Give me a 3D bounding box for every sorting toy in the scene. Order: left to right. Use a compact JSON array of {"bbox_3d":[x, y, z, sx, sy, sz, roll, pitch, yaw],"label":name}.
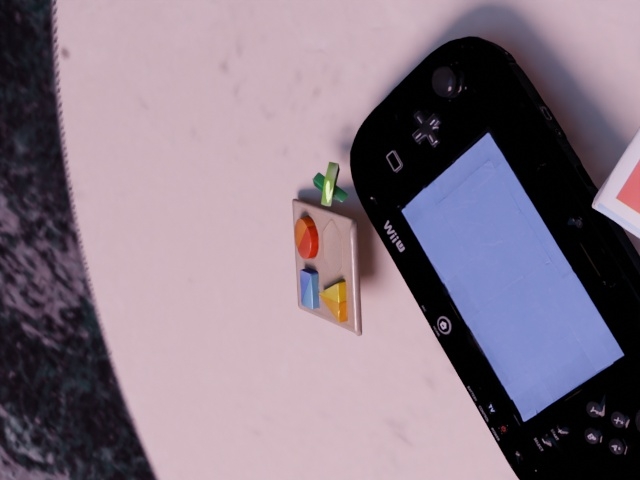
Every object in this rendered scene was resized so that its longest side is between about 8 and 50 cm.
[{"bbox_3d":[0.000,0.000,0.642,0.062,0.012,0.083,24,122,57],"label":"sorting toy"}]

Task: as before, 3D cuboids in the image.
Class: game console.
[{"bbox_3d":[0.112,0.090,0.561,0.213,0.044,0.361,-39,71,32],"label":"game console"}]

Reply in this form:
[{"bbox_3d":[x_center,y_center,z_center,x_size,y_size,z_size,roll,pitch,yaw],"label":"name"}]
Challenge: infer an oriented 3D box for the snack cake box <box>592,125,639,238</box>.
[{"bbox_3d":[0.250,-0.010,0.456,0.264,0.089,0.152,36,121,17],"label":"snack cake box"}]
